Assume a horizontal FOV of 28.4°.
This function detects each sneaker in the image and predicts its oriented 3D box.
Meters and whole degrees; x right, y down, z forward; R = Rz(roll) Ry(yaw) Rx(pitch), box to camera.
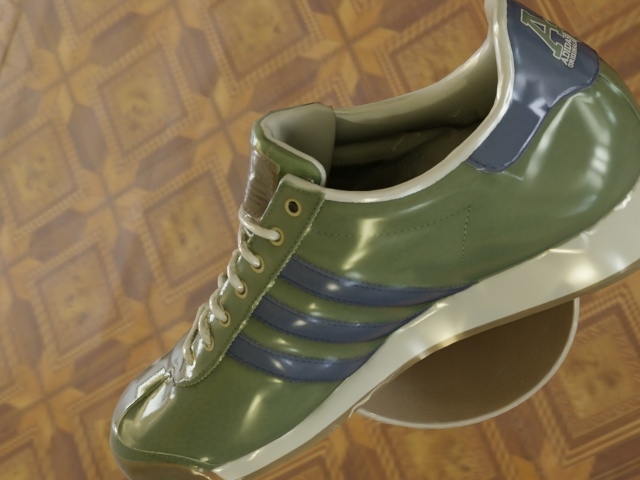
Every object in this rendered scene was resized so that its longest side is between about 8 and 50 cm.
[{"bbox_3d":[0.000,0.000,0.361,0.192,0.086,0.064,-30,30,19],"label":"sneaker"}]

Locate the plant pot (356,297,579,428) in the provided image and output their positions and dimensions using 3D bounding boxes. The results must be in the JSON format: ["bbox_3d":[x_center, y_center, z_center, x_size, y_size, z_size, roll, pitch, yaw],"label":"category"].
[{"bbox_3d":[0.102,-0.005,1.205,0.256,0.274,0.256,2,121,3],"label":"plant pot"}]
